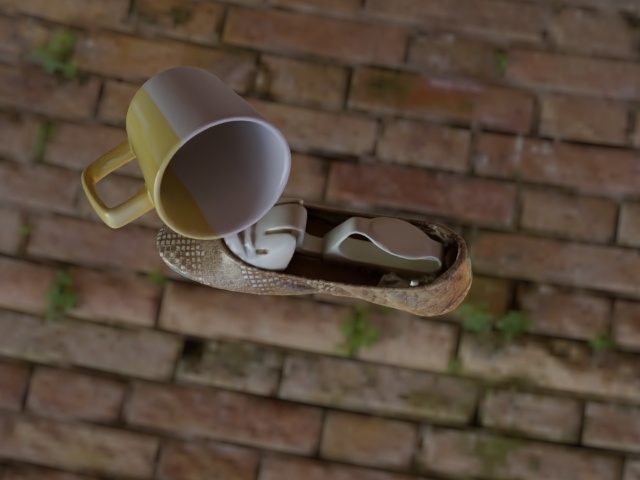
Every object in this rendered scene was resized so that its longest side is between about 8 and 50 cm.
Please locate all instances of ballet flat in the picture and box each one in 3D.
[{"bbox_3d":[0.000,0.000,1.193,0.206,0.073,0.067,6,150,-9],"label":"ballet flat"}]

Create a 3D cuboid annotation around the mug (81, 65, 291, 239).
[{"bbox_3d":[-0.061,-0.043,0.802,0.078,0.064,0.062,-5,127,-28],"label":"mug"}]
